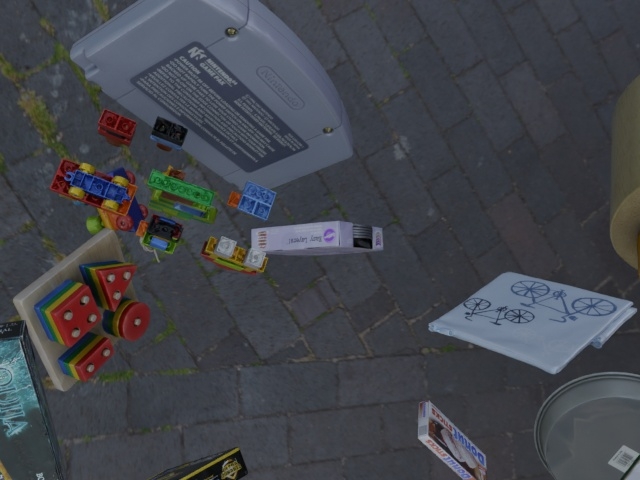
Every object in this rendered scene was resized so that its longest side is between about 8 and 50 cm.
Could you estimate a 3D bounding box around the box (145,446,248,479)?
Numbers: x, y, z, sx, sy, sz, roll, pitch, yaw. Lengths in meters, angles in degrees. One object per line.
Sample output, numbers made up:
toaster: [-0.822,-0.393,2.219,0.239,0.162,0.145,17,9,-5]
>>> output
box: [-0.372,0.613,1.426,0.257,0.322,0.079,-7,72,-54]

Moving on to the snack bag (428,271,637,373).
snack bag: [0.468,0.175,1.307,0.343,0.323,0.037,-25,117,-36]

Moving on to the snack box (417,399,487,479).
snack box: [0.214,0.332,0.944,0.178,0.022,0.064,46,33,-26]

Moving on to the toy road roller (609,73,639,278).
toy road roller: [0.349,-0.087,0.326,0.241,0.329,0.202,22,54,1]

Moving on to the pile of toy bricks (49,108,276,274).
pile of toy bricks: [-0.151,-0.042,0.604,0.212,0.105,0.118,22,74,-16]

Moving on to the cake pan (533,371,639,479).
cake pan: [0.547,0.383,1.077,0.294,0.054,0.293,6,110,17]

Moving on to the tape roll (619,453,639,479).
tape roll: [0.314,0.244,0.525,0.321,0.321,0.077,-42,59,-17]

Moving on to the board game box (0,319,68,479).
board game box: [-0.262,0.153,0.429,0.126,0.026,0.186,-10,116,-18]

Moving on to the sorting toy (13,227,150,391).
sorting toy: [-0.471,0.151,1.240,0.255,0.090,0.257,-52,146,-46]

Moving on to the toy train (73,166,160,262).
toy train: [-0.501,-0.042,1.431,0.144,0.105,0.247,-12,108,13]

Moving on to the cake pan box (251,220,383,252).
cake pan box: [0.000,0.000,1.488,0.246,0.267,0.070,2,84,-58]

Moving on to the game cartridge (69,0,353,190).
game cartridge: [-0.096,-0.163,0.668,0.297,0.198,0.062,37,39,-48]
